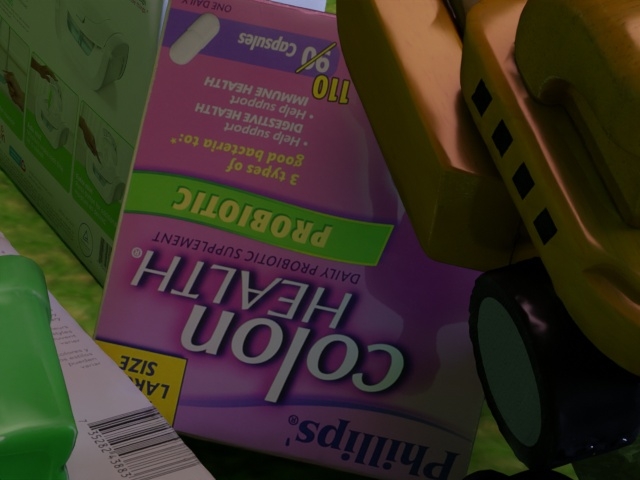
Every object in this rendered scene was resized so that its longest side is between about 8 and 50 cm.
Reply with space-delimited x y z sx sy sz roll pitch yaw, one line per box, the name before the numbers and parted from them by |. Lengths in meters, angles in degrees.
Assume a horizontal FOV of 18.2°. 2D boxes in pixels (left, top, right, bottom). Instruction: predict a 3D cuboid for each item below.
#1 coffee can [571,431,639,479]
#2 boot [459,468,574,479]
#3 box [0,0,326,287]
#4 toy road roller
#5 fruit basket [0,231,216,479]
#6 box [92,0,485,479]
coffee can | 0.287 0.048 1.088 0.202 0.201 0.275 24 54 26
boot | 0.176 0.151 0.850 0.260 0.131 0.348 -18 2 10
box | -0.125 -0.120 1.348 0.127 0.231 0.262 -6 30 -30
toy road roller | 0.150 -0.078 0.897 0.203 0.240 0.329 -14 57 -12
fruit basket | -0.269 0.065 0.940 0.327 0.165 0.353 -7 25 -31
box | 0.000 0.000 1.114 0.214 0.243 0.117 13 -1 3
